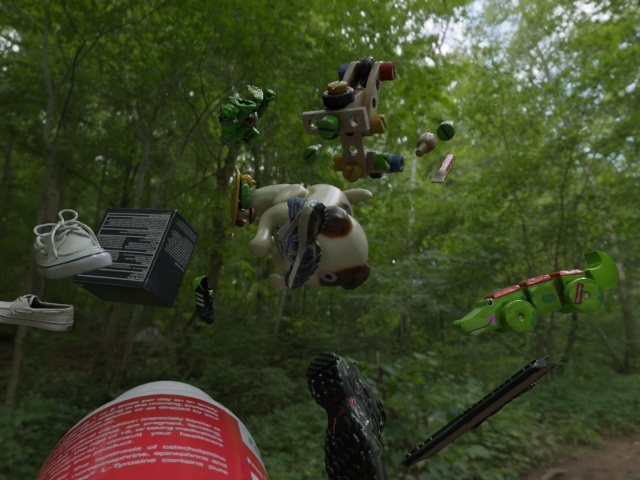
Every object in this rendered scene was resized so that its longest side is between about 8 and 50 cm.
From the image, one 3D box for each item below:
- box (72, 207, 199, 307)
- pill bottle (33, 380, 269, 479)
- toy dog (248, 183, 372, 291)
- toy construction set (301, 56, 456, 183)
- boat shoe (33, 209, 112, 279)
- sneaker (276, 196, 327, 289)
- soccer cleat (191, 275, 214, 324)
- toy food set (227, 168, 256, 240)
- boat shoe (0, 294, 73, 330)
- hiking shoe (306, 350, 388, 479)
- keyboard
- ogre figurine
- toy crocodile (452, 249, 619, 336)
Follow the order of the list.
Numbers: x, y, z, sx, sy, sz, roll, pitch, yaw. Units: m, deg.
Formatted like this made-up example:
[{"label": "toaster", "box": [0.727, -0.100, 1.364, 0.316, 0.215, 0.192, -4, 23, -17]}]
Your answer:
[{"label": "box", "box": [-0.624, 0.058, 1.604, 0.297, 0.294, 0.182, 3, -30, 19]}, {"label": "pill bottle", "box": [-0.145, 0.267, 0.394, 0.229, 0.228, 0.408, 5, 1, -16]}, {"label": "toy dog", "box": [0.000, 0.000, 1.312, 0.396, 0.408, 0.284, -15, -69, -7]}, {"label": "toy construction set", "box": [0.102, -0.189, 0.896, 0.309, 0.237, 0.257, 25, -54, 11]}, {"label": "boat shoe", "box": [-0.624, 0.003, 1.149, 0.136, 0.156, 0.367, -17, 10, -38]}, {"label": "sneaker", "box": [-0.031, 0.002, 0.632, 0.052, 0.058, 0.135, -18, -52, -51]}, {"label": "soccer cleat", "box": [-0.414, 0.214, 1.684, 0.072, 0.178, 0.060, -27, -14, 29]}, {"label": "toy food set", "box": [-0.232, -0.105, 1.410, 0.071, 0.217, 0.128, 5, -1, -17]}, {"label": "boat shoe", "box": [-0.907, 0.213, 1.450, 0.268, 0.088, 0.096, 13, 7, -4]}, {"label": "hiking shoe", "box": [0.061, 0.263, 0.649, 0.086, 0.226, 0.114, -37, -39, 29]}, {"label": "keyboard", "box": [0.300, 0.313, 0.868, 0.317, 0.033, 0.202, -45, -34, 19]}, {"label": "ogre figurine", "box": [-0.184, -0.293, 1.120, 0.097, 0.197, 0.118, 23, -52, -8]}, {"label": "toy crocodile", "box": [0.428, 0.115, 0.930, 0.341, 0.105, 0.115, -18, -10, 1]}]
